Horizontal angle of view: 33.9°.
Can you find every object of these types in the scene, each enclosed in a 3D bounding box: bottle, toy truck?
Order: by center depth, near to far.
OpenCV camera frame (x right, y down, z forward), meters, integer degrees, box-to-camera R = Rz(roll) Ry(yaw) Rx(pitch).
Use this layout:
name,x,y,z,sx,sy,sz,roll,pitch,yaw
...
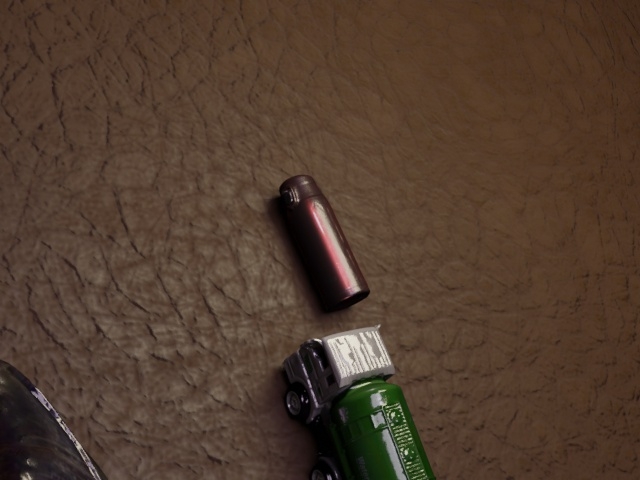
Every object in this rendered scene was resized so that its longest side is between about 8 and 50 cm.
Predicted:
name,x,y,z,sx,sy,sz,roll,pitch,yaw
toy truck,0.050,0.212,1.112,0.101,0.125,0.242,-9,69,-33
bottle,0.000,0.000,1.241,0.060,0.060,0.164,-14,72,-35

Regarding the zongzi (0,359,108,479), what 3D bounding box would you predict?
name,x,y,z,sx,sy,sz,roll,pitch,yaw
zongzi,-0.299,0.329,0.841,0.403,0.432,0.207,-35,58,-4
